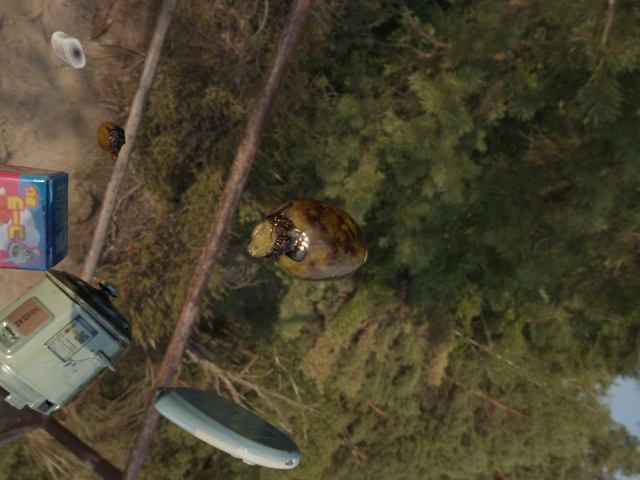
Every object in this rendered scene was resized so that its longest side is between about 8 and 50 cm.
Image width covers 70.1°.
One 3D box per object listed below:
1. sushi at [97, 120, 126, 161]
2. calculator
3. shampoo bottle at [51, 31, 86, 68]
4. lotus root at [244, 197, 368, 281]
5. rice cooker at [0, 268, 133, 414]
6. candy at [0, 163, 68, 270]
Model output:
[{"bbox_3d":[-0.402,-0.199,0.887,0.050,0.047,0.099,-54,174,-28],"label":"sushi"},{"bbox_3d":[-0.164,0.298,0.754,0.188,0.303,0.042,37,73,-52],"label":"calculator"},{"bbox_3d":[-0.635,-0.480,1.146,0.043,0.099,0.072,-33,142,-34],"label":"shampoo bottle"},{"bbox_3d":[0.000,0.000,0.926,0.314,0.169,0.141,9,146,-46],"label":"lotus root"},{"bbox_3d":[-0.581,0.210,1.025,0.316,0.317,0.264,-55,159,-28],"label":"rice cooker"},{"bbox_3d":[-0.582,-0.048,0.732,0.100,0.306,0.157,-126,-138,-71],"label":"candy"}]
